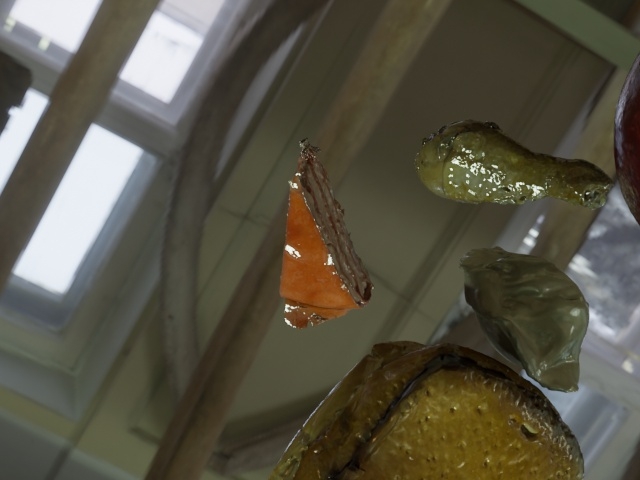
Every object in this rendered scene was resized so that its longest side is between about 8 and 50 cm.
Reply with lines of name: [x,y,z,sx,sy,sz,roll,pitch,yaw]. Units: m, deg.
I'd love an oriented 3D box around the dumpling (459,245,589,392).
dumpling: [0.202,0.068,1.079,0.127,0.108,0.188,24,-142,-45]

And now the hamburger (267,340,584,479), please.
hamburger: [0.099,0.248,1.040,0.284,0.304,0.174,46,168,-29]

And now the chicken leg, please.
chicken leg: [0.179,-0.067,1.022,0.198,0.084,0.069,14,-165,30]

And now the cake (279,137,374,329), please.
cake: [0.003,-0.004,1.473,0.135,0.287,0.098,11,-143,22]

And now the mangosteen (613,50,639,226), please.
mangosteen: [0.314,-0.059,0.667,0.236,0.235,0.261,25,-158,-21]
